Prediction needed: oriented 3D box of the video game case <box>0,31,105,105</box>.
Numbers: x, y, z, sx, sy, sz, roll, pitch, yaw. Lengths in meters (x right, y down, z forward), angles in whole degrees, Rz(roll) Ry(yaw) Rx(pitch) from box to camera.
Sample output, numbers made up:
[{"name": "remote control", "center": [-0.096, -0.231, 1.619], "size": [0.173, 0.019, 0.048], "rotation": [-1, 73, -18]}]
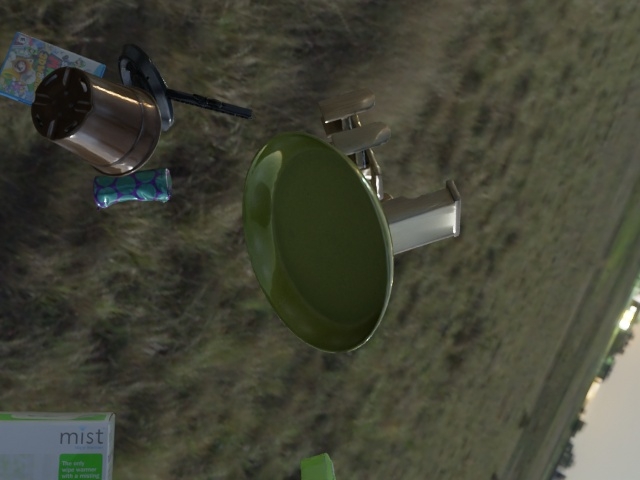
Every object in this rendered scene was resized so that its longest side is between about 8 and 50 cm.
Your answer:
[{"name": "video game case", "center": [-0.490, -0.295, 1.558], "size": [0.015, 0.166, 0.119], "rotation": [151, -42, -73]}]

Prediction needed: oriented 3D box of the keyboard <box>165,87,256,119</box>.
[{"name": "keyboard", "center": [-0.224, -0.274, 1.740], "size": [0.108, 0.180, 0.023], "rotation": [-11, 115, -88]}]

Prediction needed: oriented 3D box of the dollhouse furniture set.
[{"name": "dollhouse furniture set", "center": [0.113, -0.108, 1.424], "size": [0.161, 0.242, 0.212], "rotation": [-17, 148, -3]}]

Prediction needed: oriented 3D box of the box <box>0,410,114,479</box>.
[{"name": "box", "center": [-0.415, 0.348, 1.151], "size": [0.127, 0.262, 0.231], "rotation": [154, -62, -79]}]

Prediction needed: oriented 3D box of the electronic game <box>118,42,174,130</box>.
[{"name": "electronic game", "center": [-0.428, -0.375, 2.109], "size": [0.048, 0.229, 0.229], "rotation": [-31, 146, -25]}]

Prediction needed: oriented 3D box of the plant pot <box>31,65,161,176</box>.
[{"name": "plant pot", "center": [-0.385, -0.207, 1.448], "size": [0.167, 0.167, 0.165], "rotation": [-65, 153, 1]}]

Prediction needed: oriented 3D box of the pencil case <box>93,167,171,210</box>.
[{"name": "pencil case", "center": [-0.372, -0.102, 1.704], "size": [0.064, 0.151, 0.070], "rotation": [-114, -160, -68]}]

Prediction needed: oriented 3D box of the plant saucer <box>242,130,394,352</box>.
[{"name": "plant saucer", "center": [0.000, 0.000, 0.916], "size": [0.037, 0.241, 0.241], "rotation": [-18, 133, -38]}]

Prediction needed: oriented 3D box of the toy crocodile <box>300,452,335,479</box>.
[{"name": "toy crocodile", "center": [0.006, 0.588, 1.680], "size": [0.105, 0.115, 0.340], "rotation": [42, 37, -55]}]
